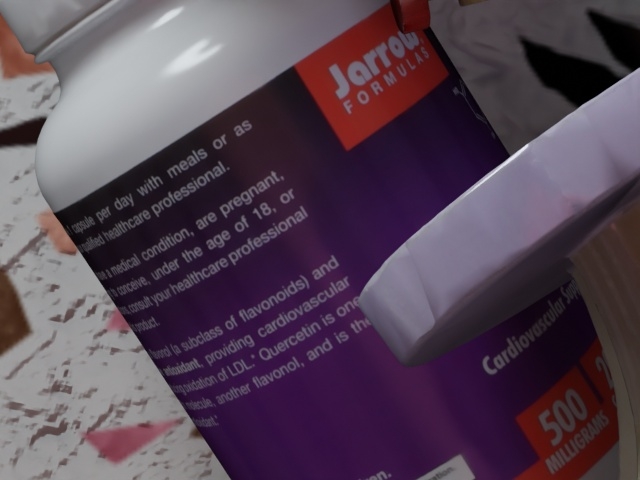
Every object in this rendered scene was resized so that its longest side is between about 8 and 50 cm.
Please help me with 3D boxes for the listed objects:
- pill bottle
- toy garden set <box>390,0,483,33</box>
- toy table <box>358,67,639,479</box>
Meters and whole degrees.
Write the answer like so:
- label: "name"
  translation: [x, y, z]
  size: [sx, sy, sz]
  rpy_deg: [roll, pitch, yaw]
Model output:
- label: "pill bottle"
  translation: [0.000, 0.000, 0.739]
  size: [0.181, 0.181, 0.323]
  rpy_deg: [-33, 98, -2]
- label: "toy garden set"
  translation: [0.105, -0.187, 0.714]
  size: [0.203, 0.244, 0.049]
  rpy_deg: [-15, 138, -4]
- label: "toy table"
  translation: [0.157, 0.020, 0.594]
  size: [0.274, 0.252, 0.161]
  rpy_deg: [-29, 77, -31]
